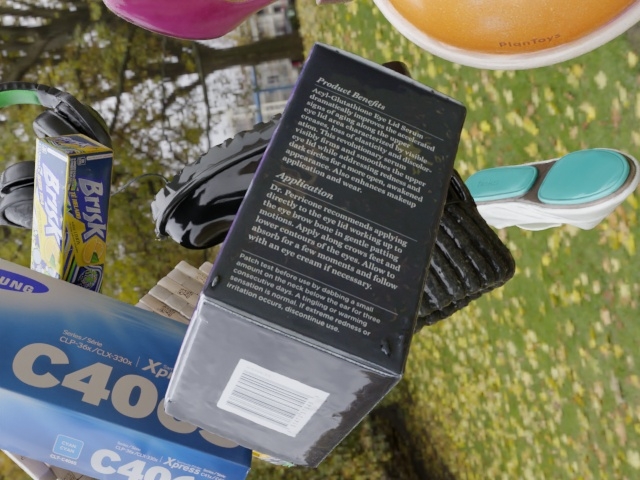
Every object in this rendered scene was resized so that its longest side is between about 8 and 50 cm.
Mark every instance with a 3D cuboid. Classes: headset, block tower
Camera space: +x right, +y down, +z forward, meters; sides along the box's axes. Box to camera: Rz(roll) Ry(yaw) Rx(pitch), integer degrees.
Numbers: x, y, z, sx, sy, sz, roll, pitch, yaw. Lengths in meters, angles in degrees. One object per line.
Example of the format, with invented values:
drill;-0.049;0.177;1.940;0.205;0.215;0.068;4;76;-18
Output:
headset;-0.431;-0.112;1.284;0.185;0.394;0.243;103;-173;-69
block tower;-0.237;0.167;0.965;0.335;0.091;0.097;-45;-32;-31

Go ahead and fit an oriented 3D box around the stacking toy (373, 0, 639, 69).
stacking toy;0.127;-0.346;0.570;0.480;0.351;0.350;3;-101;-69

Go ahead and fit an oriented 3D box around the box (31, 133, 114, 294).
box;-0.256;-0.020;0.783;0.054;0.059;0.168;-17;-54;-48

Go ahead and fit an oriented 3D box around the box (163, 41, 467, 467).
box;-0.002;0.009;0.476;0.153;0.108;0.207;118;173;-52

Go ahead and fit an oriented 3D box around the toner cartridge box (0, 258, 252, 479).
toner cartridge box;-0.230;0.124;0.716;0.165;0.348;0.075;-90;24;-60

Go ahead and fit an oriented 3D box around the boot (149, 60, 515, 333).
boot;-0.001;0.000;0.805;0.260;0.348;0.131;67;-160;9

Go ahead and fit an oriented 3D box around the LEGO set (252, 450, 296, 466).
LEGO set;-0.045;0.261;1.370;0.192;0.255;0.331;31;-131;-31

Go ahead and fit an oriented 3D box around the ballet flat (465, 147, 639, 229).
ballet flat;0.417;-0.076;1.348;0.400;0.139;0.139;-1;97;60

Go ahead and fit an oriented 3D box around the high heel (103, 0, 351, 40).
high heel;-0.063;-0.343;0.883;0.127;0.377;0.181;61;147;9
